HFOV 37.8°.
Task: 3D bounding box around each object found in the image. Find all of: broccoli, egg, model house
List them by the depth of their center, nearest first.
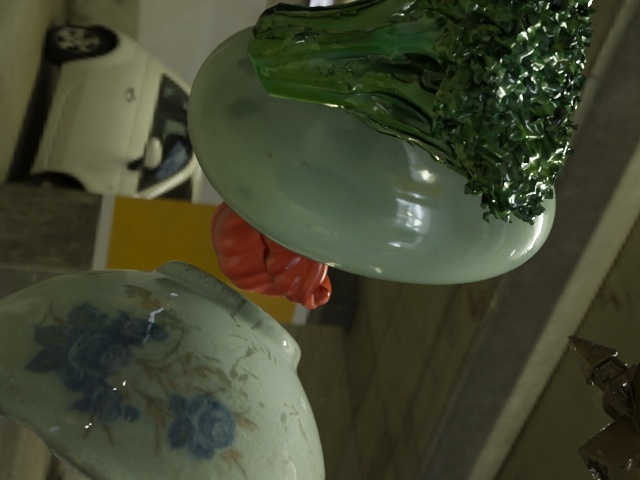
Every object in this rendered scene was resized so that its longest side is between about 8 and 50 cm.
[{"bbox_3d":[0.055,-0.113,0.526,0.194,0.194,0.219,127,-29,-70],"label":"broccoli"},{"bbox_3d":[0.048,-0.080,0.902,0.230,0.371,0.230,25,90,-86],"label":"egg"},{"bbox_3d":[0.392,0.220,1.200,0.248,0.176,0.181,48,-21,32],"label":"model house"}]

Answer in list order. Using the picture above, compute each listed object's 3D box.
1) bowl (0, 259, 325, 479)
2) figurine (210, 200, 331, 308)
[{"bbox_3d":[-0.098,0.103,0.638,0.146,0.313,0.313,-55,-176,-14],"label":"bowl"},{"bbox_3d":[-0.002,-0.009,1.118,0.181,0.257,0.208,84,-8,-48],"label":"figurine"}]
